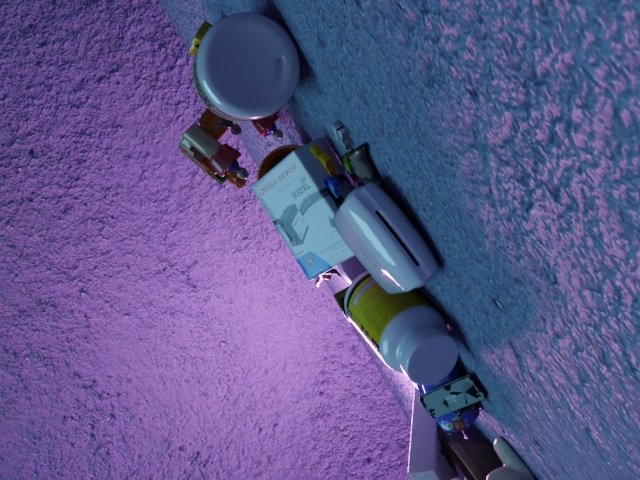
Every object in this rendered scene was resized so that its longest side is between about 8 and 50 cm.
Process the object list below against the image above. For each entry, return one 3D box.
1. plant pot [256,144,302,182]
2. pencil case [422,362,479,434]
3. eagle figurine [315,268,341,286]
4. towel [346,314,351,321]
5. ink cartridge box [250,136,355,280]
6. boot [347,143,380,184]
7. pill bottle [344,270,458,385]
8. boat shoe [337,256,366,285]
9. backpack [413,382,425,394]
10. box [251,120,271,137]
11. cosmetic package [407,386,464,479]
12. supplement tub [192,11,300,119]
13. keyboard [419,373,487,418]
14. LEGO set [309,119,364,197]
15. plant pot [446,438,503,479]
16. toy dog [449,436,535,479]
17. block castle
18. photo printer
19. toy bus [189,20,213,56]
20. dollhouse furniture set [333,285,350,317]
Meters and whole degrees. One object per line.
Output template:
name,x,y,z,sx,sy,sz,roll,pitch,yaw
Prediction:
plant pot,-0.084,-0.185,2.021,0.205,0.205,0.188,59,-177,-9
pencil case,0.337,0.397,1.863,0.306,0.133,0.119,62,-147,-29
eagle figurine,-0.010,-0.001,2.560,0.226,0.225,0.299,-28,57,45
towel,0.208,0.269,2.077,0.187,0.049,0.282,34,164,-20
ink cartridge box,-0.012,-0.081,1.784,0.223,0.129,0.308,-32,90,47
boot,0.097,-0.160,1.452,0.087,0.042,0.118,52,175,-6
pill bottle,0.206,0.218,1.727,0.188,0.187,0.334,62,173,-32
boat shoe,0.097,0.064,2.038,0.156,0.136,0.367,27,159,44
backpack,0.350,0.443,2.116,0.098,0.101,0.120,53,172,-17
box,-0.258,-0.515,2.341,0.216,0.060,0.270,54,172,31
cosmetic package,0.402,0.722,2.286,0.285,0.097,0.377,63,-156,-28
supplement tub,-0.183,-0.397,1.584,0.228,0.228,0.316,59,173,-14
keyboard,0.358,0.418,1.779,0.192,0.038,0.100,-35,87,39
LEGO set,0.030,-0.190,1.585,0.093,0.087,0.227,53,171,35
plant pot,0.513,0.719,2.139,0.237,0.109,0.237,58,174,9
toy dog,0.440,0.818,1.819,0.395,0.407,0.285,51,172,47
block castle,-0.238,-0.313,1.991,0.213,0.303,0.453,41,176,-8
photo printer,0.140,0.001,1.509,0.256,0.107,0.307,52,173,2
toy bus,-0.302,-0.590,2.087,0.191,0.202,0.104,63,145,16
dollhouse furniture set,0.200,0.300,2.326,0.302,0.151,0.197,61,173,-27
